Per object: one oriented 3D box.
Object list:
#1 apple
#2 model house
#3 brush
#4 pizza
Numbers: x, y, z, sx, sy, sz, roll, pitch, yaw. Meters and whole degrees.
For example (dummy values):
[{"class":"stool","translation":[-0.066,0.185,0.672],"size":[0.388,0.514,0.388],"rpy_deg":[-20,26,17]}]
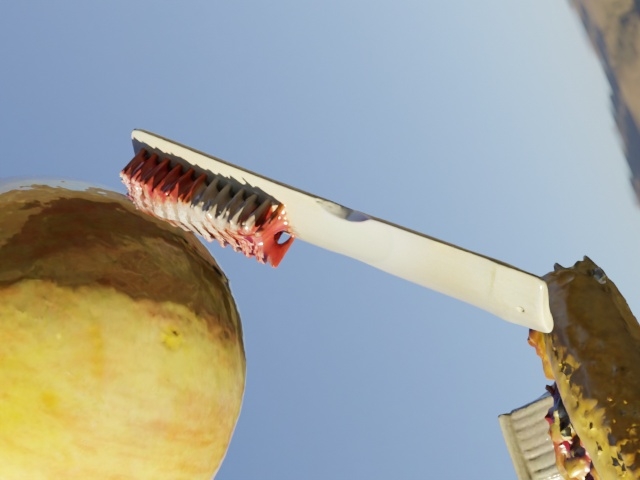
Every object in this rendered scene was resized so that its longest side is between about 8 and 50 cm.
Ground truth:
[{"class":"apple","translation":[-0.267,0.127,1.470],"size":[0.346,0.391,0.391],"rpy_deg":[21,-138,-34]},{"class":"model house","translation":[0.295,0.226,1.634],"size":[0.122,0.188,0.229],"rpy_deg":[107,142,-79]},{"class":"brush","translation":[0.000,0.000,1.030],"size":[0.050,0.321,0.060],"rpy_deg":[-55,-31,-26]},{"class":"pizza","translation":[0.262,0.262,1.212],"size":[0.406,0.130,0.440],"rpy_deg":[67,-178,-61]}]
